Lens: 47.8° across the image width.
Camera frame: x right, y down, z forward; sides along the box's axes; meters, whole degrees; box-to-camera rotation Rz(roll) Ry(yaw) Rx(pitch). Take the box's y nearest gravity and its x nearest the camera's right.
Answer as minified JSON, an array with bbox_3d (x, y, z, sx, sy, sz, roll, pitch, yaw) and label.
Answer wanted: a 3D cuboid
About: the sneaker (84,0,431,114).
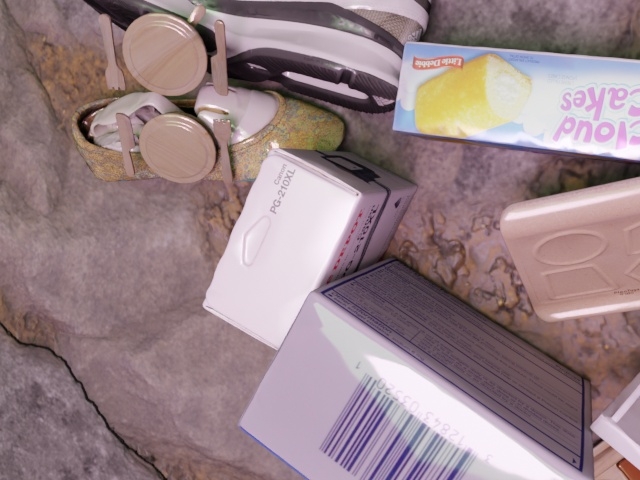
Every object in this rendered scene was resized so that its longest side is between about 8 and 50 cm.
[{"bbox_3d":[-0.071,-0.325,0.825,0.447,0.169,0.258,21,87,19],"label":"sneaker"}]

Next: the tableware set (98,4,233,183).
[{"bbox_3d":[-0.156,-0.151,0.769,0.128,0.039,0.194,5,127,5],"label":"tableware set"}]

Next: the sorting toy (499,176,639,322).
[{"bbox_3d":[0.288,0.007,0.701,0.193,0.208,0.038,-12,53,21],"label":"sorting toy"}]

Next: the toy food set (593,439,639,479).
[{"bbox_3d":[0.299,0.347,0.724,0.306,0.092,0.220,-35,83,-2],"label":"toy food set"}]

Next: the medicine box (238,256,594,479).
[{"bbox_3d":[0.110,0.157,0.707,0.263,0.289,0.149,33,104,14],"label":"medicine box"}]

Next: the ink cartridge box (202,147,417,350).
[{"bbox_3d":[0.000,0.000,0.760,0.100,0.237,0.172,29,104,15],"label":"ink cartridge box"}]

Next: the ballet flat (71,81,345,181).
[{"bbox_3d":[-0.148,-0.133,0.856,0.348,0.123,0.123,-1,95,22],"label":"ballet flat"}]

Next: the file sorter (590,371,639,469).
[{"bbox_3d":[0.417,0.165,0.600,0.277,0.193,0.173,41,122,25],"label":"file sorter"}]

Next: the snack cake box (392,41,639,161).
[{"bbox_3d":[0.220,-0.131,0.713,0.264,0.152,0.089,10,97,20],"label":"snack cake box"}]
